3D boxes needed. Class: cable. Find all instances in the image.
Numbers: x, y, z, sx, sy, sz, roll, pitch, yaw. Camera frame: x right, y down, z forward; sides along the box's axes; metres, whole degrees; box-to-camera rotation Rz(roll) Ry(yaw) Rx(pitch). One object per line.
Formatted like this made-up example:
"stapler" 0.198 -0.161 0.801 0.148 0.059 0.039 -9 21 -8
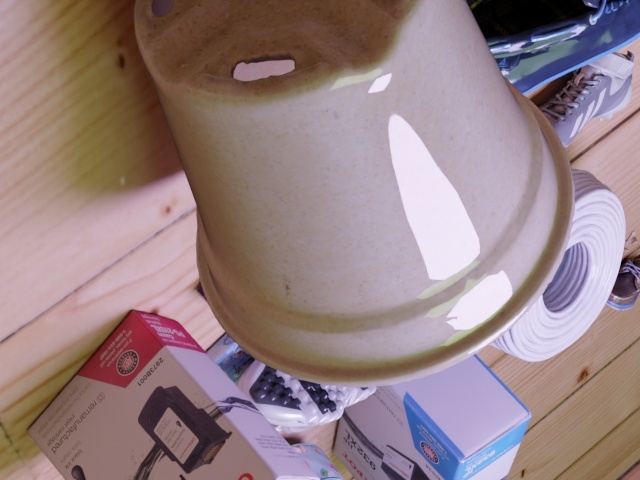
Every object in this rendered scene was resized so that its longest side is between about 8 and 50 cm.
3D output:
"cable" 0.297 0.031 1.810 0.257 0.089 0.257 -7 118 -46

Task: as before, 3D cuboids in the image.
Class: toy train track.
"toy train track" 0.502 0.010 2.322 0.083 0.014 0.048 -15 142 -46

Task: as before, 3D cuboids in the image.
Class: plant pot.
"plant pot" 0.012 -0.102 1.092 0.334 0.334 0.305 -40 144 -10

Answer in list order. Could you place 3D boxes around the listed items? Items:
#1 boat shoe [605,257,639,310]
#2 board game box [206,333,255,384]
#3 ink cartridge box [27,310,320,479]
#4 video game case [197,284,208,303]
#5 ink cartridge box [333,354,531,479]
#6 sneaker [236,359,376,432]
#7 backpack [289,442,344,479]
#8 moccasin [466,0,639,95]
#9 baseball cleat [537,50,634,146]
"boat shoe" 0.528 0.063 2.397 0.183 0.066 0.066 -27 147 -53
"board game box" -0.096 0.131 1.593 0.090 0.020 0.090 -43 156 -1
"ink cartridge box" -0.146 0.214 1.386 0.172 0.237 0.100 -49 155 8
"video game case" 0.000 0.000 1.511 0.232 0.042 0.210 -47 154 7
"ink cartridge box" 0.143 0.265 1.922 0.129 0.223 0.307 -31 152 -25
"sneaker" -0.031 0.187 1.668 0.118 0.110 0.292 -36 166 17
"backpack" -0.048 0.368 1.894 0.188 0.144 0.166 -51 149 7
"moccasin" 0.252 -0.242 1.411 0.342 0.138 0.117 -38 150 -15
"baseball cleat" 0.302 -0.176 1.688 0.206 0.072 0.109 -31 139 -36
